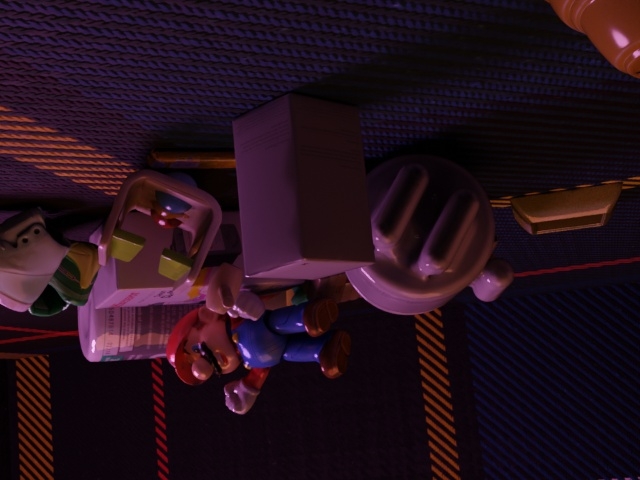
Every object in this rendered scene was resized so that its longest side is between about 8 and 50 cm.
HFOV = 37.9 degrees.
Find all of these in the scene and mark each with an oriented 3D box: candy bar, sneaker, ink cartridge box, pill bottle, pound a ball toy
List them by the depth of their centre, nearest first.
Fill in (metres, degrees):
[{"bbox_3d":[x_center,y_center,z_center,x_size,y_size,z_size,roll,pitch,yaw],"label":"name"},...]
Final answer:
[{"bbox_3d":[-0.133,-0.101,1.149,0.161,0.018,0.040,-2,166,-18],"label":"candy bar"},{"bbox_3d":[-0.181,0.001,1.266,0.208,0.135,0.319,22,170,-9],"label":"pound a ball toy"},{"bbox_3d":[-0.478,-0.015,1.318,0.151,0.094,0.256,-49,130,8],"label":"sneaker"},{"bbox_3d":[-0.461,0.056,1.489,0.295,0.123,0.109,-2,165,45],"label":"sneaker"},{"bbox_3d":[-0.206,0.033,1.536,0.306,0.131,0.226,-3,169,-23],"label":"ink cartridge box"},{"bbox_3d":[-0.259,0.115,1.743,0.361,0.204,0.204,-1,169,-22],"label":"pill bottle"}]

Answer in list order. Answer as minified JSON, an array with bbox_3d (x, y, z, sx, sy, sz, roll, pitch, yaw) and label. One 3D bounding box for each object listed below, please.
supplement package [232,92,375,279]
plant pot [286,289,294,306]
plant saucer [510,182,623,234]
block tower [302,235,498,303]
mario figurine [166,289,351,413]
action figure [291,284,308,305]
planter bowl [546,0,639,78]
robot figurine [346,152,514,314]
[{"bbox_3d":[-0.020,-0.054,1.014,0.105,0.179,0.105,5,165,-43],"label":"supplement package"},{"bbox_3d":[-0.082,0.097,2.008,0.134,0.134,0.095,1,143,-31],"label":"plant pot"},{"bbox_3d":[0.437,-0.049,1.654,0.188,0.045,0.188,-8,169,13],"label":"plant saucer"},{"bbox_3d":[0.134,0.021,1.560,0.335,0.091,0.097,-11,147,-19],"label":"block tower"},{"bbox_3d":[-0.121,0.185,1.516,0.321,0.198,0.170,-9,172,29],"label":"mario figurine"},{"bbox_3d":[-0.014,0.046,1.812,0.063,0.137,0.232,-26,171,-27],"label":"action figure"},{"bbox_3d":[0.280,-0.182,0.722,0.217,0.090,0.217,-5,170,-1],"label":"planter bowl"},{"bbox_3d":[0.130,-0.002,1.322,0.300,0.199,0.353,31,171,6],"label":"robot figurine"}]
